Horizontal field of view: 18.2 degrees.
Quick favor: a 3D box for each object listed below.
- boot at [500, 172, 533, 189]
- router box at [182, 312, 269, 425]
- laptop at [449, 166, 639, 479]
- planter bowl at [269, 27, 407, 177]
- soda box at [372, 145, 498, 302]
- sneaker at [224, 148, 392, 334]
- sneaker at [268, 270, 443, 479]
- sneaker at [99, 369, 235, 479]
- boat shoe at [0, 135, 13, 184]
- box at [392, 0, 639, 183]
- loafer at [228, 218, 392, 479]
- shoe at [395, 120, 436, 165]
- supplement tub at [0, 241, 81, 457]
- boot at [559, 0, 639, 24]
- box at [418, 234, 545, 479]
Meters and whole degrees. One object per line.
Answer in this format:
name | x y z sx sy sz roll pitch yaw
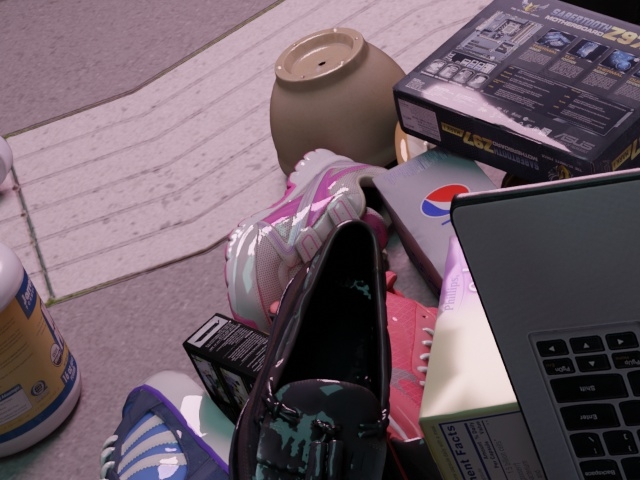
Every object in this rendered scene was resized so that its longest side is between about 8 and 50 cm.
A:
boot | 0.215 -0.114 1.900 0.262 0.095 0.203 15 50 36
router box | -0.024 0.152 1.591 0.046 0.179 0.133 -42 37 -23
laptop | 0.279 0.176 1.164 0.382 0.408 0.236 -8 28 27
planter bowl | 0.016 -0.148 2.030 0.162 0.109 0.162 -16 33 11
soda box | 0.143 0.023 1.743 0.091 0.098 0.286 -28 32 -3
sneaker | 0.000 0.000 1.865 0.111 0.103 0.252 0 40 35
sneaker | 0.065 0.106 1.660 0.136 0.116 0.314 -28 32 -9
sneaker | -0.163 0.232 1.584 0.236 0.130 0.323 -31 25 -15
boat shoe | -0.469 -0.103 2.324 0.301 0.108 0.102 -9 36 34
box | 0.210 -0.135 1.801 0.232 0.059 0.183 24 54 36
loafer | 0.000 0.106 1.410 0.109 0.095 0.303 13 42 -6
shoe | 0.119 -0.108 1.967 0.058 0.077 0.219 -16 31 22
supplement tub | -0.323 0.089 1.855 0.144 0.200 0.144 -17 33 11
boot | 0.260 -0.284 2.051 0.263 0.091 0.229 5 16 -39
box | 0.211 0.080 1.425 0.243 0.117 0.214 -12 34 19
